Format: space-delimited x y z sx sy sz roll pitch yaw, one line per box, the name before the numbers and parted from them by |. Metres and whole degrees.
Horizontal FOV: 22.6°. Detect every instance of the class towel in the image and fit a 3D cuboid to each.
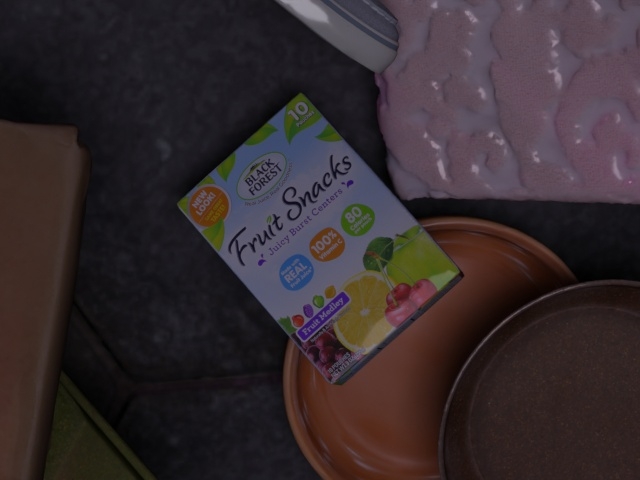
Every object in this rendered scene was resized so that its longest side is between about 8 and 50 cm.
towel | 0.160 -0.173 0.840 0.316 0.053 0.332 4 113 27

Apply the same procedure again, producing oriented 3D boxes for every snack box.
snack box | 0.000 0.000 0.933 0.100 0.037 0.141 -41 80 3

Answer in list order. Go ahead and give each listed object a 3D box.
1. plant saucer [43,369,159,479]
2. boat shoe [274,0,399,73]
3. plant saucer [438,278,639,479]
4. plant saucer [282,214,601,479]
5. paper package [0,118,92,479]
plant saucer | -0.145 0.196 0.940 0.045 0.188 0.188 19 105 -44
boat shoe | -0.028 -0.190 0.866 0.227 0.079 0.081 45 100 -4
plant saucer | 0.165 0.114 0.983 0.198 0.036 0.199 -2 105 -9
plant saucer | 0.074 0.078 0.997 0.199 0.037 0.200 -2 106 -7
paper package | -0.293 0.087 0.816 0.309 0.168 0.325 9 78 -10
